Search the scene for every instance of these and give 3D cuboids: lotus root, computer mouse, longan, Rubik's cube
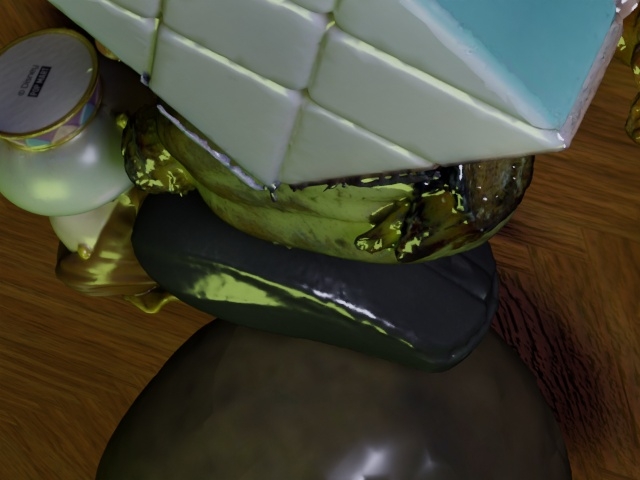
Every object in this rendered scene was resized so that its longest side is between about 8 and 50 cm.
[{"bbox_3d":[-0.004,-0.070,1.178,0.309,0.173,0.173,9,151,40],"label":"lotus root"},{"bbox_3d":[0.000,0.000,1.310,0.269,0.137,0.086,14,143,2],"label":"computer mouse"},{"bbox_3d":[0.006,0.240,1.520,0.404,0.404,0.436,28,156,1],"label":"longan"},{"bbox_3d":[0.010,-0.178,0.826,0.231,0.224,0.221,40,155,-28],"label":"Rubik's cube"}]

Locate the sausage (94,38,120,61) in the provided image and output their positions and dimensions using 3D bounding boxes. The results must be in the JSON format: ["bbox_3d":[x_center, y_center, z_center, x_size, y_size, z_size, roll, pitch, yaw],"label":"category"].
[{"bbox_3d":[-0.102,-0.155,1.255,0.043,0.043,0.186,37,157,-21],"label":"sausage"}]

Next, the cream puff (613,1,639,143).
[{"bbox_3d":[0.202,-0.092,0.948,0.116,0.122,0.094,-8,156,5],"label":"cream puff"}]

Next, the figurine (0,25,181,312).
[{"bbox_3d":[-0.165,-0.043,1.437,0.189,0.142,0.263,12,152,29],"label":"figurine"}]
